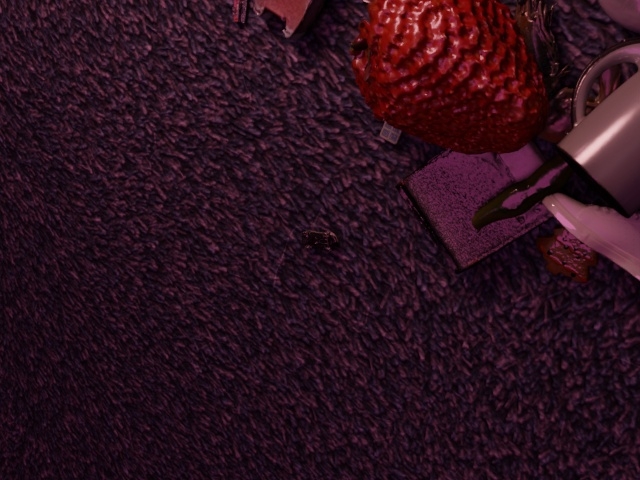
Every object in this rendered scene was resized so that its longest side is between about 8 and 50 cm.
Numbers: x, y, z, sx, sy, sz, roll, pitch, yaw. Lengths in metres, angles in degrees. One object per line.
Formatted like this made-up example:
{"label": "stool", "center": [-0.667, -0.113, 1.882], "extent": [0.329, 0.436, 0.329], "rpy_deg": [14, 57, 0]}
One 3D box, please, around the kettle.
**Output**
{"label": "kettle", "center": [0.489, -0.192, 1.131], "extent": [0.236, 0.161, 0.221], "rpy_deg": [-45, 74, 14]}

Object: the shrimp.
{"label": "shrimp", "center": [0.410, -0.309, 1.222], "extent": [0.169, 0.058, 0.296], "rpy_deg": [-5, 108, 23]}

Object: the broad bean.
{"label": "broad bean", "center": [0.386, -0.102, 1.267], "extent": [0.297, 0.043, 0.060], "rpy_deg": [-40, 94, 23]}

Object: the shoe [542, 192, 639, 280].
{"label": "shoe", "center": [0.509, -0.022, 1.233], "extent": [0.265, 0.095, 0.110], "rpy_deg": [36, 109, -2]}

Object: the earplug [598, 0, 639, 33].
{"label": "earplug", "center": [0.504, -0.451, 1.045], "extent": [0.214, 0.175, 0.326], "rpy_deg": [15, 144, 24]}

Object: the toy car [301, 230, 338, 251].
{"label": "toy car", "center": [0.000, 0.000, 1.574], "extent": [0.093, 0.025, 0.041], "rpy_deg": [5, 111, 32]}

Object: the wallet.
{"label": "wallet", "center": [0.298, -0.086, 1.354], "extent": [0.262, 0.071, 0.221], "rpy_deg": [-35, 88, 27]}

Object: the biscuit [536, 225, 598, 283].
{"label": "biscuit", "center": [0.460, 0.012, 1.322], "extent": [0.119, 0.019, 0.130], "rpy_deg": [40, 121, 12]}

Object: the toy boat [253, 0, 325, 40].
{"label": "toy boat", "center": [-0.041, -0.507, 1.400], "extent": [0.155, 0.085, 0.227], "rpy_deg": [43, 134, 20]}

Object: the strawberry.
{"label": "strawberry", "center": [0.224, -0.280, 1.216], "extent": [0.351, 0.267, 0.312], "rpy_deg": [38, 159, 8]}

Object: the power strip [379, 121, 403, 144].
{"label": "power strip", "center": [0.147, -0.231, 1.415], "extent": [0.040, 0.016, 0.090], "rpy_deg": [31, 120, 18]}

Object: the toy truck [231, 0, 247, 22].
{"label": "toy truck", "center": [-0.165, -0.491, 1.496], "extent": [0.032, 0.024, 0.083], "rpy_deg": [8, 115, 3]}
